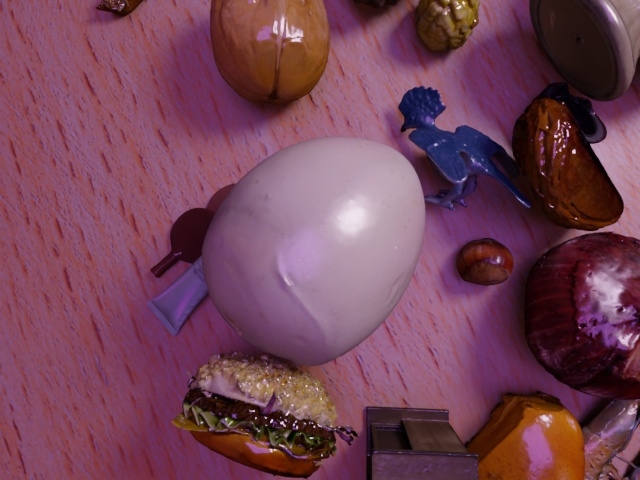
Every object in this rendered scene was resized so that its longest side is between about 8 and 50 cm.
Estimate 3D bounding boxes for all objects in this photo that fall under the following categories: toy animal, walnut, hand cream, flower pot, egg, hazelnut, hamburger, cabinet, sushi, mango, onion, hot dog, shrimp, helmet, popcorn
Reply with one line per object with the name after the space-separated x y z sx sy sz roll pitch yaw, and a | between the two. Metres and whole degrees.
0.213 -0.136 0.641 0.256 0.239 0.176 26 122 37 | toy animal
-0.083 -0.334 0.668 0.193 0.193 0.225 -13 82 3 | walnut
-0.216 0.075 0.704 0.205 0.050 0.078 -44 85 16 | hand cream
0.474 -0.355 0.589 0.244 0.307 0.307 -32 84 17 | flower pot
0.000 0.000 0.587 0.283 0.283 0.345 40 73 6 | egg
0.269 0.033 0.669 0.086 0.086 0.086 0 86 4 | hazelnut
-0.076 0.246 0.600 0.262 0.243 0.138 19 68 0 | hamburger
0.144 0.381 0.602 0.148 0.175 0.214 -1 85 4 | cabinet
-0.360 -0.459 0.752 0.062 0.060 0.118 36 90 1 | sushi
0.299 0.352 0.618 0.154 0.126 0.252 20 89 17 | mango
0.422 0.105 0.580 0.252 0.219 0.251 1 80 -3 | onion
0.359 -0.105 0.611 0.099 0.160 0.227 -31 116 28 | hot dog
0.477 0.321 0.650 0.144 0.052 0.251 36 95 -6 | shrimp
0.393 -0.194 0.673 0.123 0.070 0.098 40 59 -8 | helmet
0.216 -0.376 0.683 0.116 0.120 0.106 -39 118 7 | popcorn

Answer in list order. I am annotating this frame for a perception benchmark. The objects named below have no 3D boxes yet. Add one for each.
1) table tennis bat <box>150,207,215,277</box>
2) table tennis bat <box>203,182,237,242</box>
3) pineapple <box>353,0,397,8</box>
-0.239 0.009 0.726 0.155 0.019 0.098 -42 77 4 | table tennis bat
-0.141 0.020 0.725 0.138 0.022 0.246 0 85 8 | table tennis bat
0.201 -0.521 0.685 0.341 0.169 0.169 -29 84 -11 | pineapple
